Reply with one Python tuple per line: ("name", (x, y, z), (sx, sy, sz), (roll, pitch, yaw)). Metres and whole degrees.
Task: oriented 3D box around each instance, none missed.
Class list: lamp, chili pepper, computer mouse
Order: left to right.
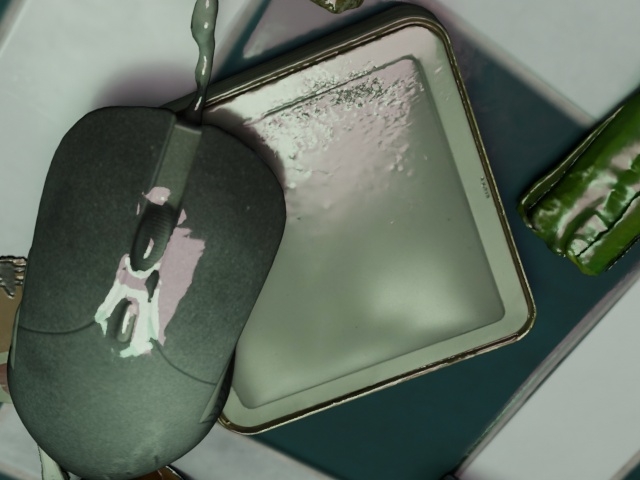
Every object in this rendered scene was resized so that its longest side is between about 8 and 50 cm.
("computer mouse", (-0.118, 0.025, 0.522), (0.167, 0.090, 0.379), (14, 114, -7))
("lamp", (0.000, 0.000, 0.585), (0.266, 0.047, 0.269), (-21, 115, 5))
("chili pepper", (0.283, -0.124, 0.543), (0.085, 0.076, 0.359), (43, 107, 5))

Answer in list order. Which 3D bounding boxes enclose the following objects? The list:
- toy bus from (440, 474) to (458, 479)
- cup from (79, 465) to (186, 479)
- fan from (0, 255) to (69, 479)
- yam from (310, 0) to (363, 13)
("toy bus", (0.168, 0.288, 0.703), (0.190, 0.075, 0.064), (38, 97, -9))
("cup", (-0.164, 0.271, 0.660), (0.150, 0.113, 0.138), (36, 109, -13))
("fan", (-0.233, 0.109, 0.637), (0.152, 0.008, 0.227), (-4, 114, -4))
("yam", (0.022, -0.188, 0.502), (0.043, 0.043, 0.094), (19, 111, -13))
